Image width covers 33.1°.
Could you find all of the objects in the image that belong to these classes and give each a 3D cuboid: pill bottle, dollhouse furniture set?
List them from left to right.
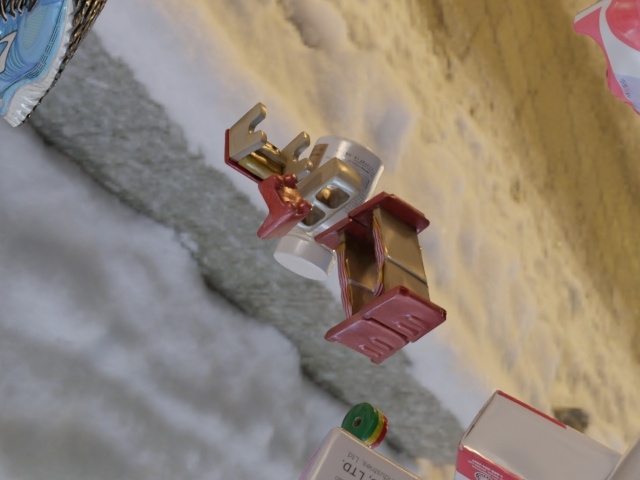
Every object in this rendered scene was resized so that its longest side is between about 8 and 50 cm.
[{"bbox_3d":[0.000,0.000,1.542,0.374,0.152,0.201,31,38,-34],"label":"dollhouse furniture set"},{"bbox_3d":[0.010,-0.055,1.856,0.131,0.131,0.229,46,63,-52],"label":"pill bottle"}]

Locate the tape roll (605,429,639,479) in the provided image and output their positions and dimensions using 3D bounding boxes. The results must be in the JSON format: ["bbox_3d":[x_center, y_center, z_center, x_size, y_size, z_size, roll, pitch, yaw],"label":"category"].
[{"bbox_3d":[0.229,0.168,0.456,0.169,0.246,0.246,-49,137,-15],"label":"tape roll"}]

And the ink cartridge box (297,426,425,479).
[{"bbox_3d":[0.010,0.272,0.536,0.311,0.185,0.065,-58,179,-32],"label":"ink cartridge box"}]

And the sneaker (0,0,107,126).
[{"bbox_3d":[-0.183,-0.127,0.647,0.073,0.162,0.063,34,53,-18],"label":"sneaker"}]

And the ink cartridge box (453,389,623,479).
[{"bbox_3d":[0.326,0.400,1.659,0.131,0.226,0.306,-51,155,-30],"label":"ink cartridge box"}]

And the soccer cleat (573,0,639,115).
[{"bbox_3d":[0.347,-0.152,1.106,0.248,0.095,0.083,53,45,-31],"label":"soccer cleat"}]

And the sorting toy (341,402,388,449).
[{"bbox_3d":[0.019,0.298,1.056,0.046,0.132,0.275,40,73,-31],"label":"sorting toy"}]
